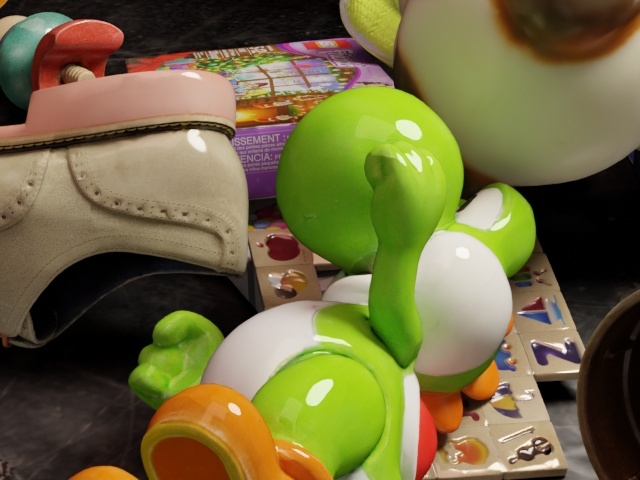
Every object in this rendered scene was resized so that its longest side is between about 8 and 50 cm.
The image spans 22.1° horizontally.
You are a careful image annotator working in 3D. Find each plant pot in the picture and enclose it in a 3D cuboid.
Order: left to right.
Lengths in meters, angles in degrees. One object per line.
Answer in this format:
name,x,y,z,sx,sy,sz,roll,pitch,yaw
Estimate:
plant pot,0.255,0.075,0.912,0.167,0.167,0.165,19,26,31

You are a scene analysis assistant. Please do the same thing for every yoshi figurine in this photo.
yoshi figurine,-0.007,0.035,0.902,0.203,0.203,0.362,17,36,25

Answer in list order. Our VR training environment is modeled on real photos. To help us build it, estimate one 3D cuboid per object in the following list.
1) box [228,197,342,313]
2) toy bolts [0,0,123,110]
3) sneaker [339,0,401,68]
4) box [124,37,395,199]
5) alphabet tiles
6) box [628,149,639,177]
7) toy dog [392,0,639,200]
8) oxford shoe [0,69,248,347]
box,0.000,0.000,1.168,0.145,0.038,0.186,-12,29,-22
toy bolts,-0.289,-0.176,1.352,0.228,0.218,0.158,1,16,-39
sneaker,0.126,-0.141,1.334,0.240,0.091,0.126,42,10,4
box,-0.047,-0.098,1.269,0.201,0.057,0.293,-6,18,-7
alphabet tiles,0.067,0.064,1.029,0.198,0.009,0.237,-3,39,-10
box,0.323,-0.039,1.246,0.136,0.036,0.225,-2,27,-5
toy dog,0.227,-0.141,1.132,0.408,0.284,0.395,-7,66,-32
oxford shoe,-0.237,0.003,1.059,0.397,0.147,0.140,-14,-11,12
